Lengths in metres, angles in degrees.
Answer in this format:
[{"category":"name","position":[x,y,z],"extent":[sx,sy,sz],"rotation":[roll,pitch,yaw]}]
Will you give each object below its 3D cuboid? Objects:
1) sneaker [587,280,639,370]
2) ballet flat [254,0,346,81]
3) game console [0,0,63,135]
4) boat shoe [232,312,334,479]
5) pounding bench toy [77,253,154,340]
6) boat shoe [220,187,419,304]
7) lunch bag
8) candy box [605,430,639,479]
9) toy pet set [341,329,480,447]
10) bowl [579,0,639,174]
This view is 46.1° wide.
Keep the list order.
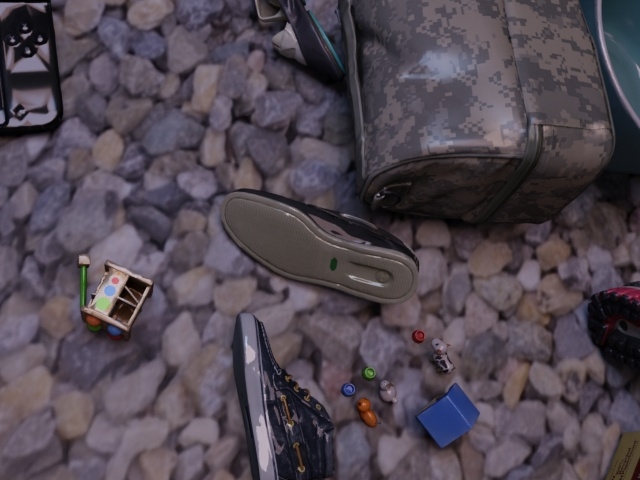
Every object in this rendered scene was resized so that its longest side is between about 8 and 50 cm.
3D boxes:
[{"category":"sneaker","position":[0.435,0.103,0.808],"extent":[0.112,0.299,0.120],"rotation":[-18,115,-23]},{"category":"ballet flat","position":[-0.038,-0.275,0.934],"extent":[0.074,0.074,0.203],"rotation":[-23,84,-21]},{"category":"game console","position":[-0.424,-0.243,0.749],"extent":[0.293,0.173,0.250],"rotation":[-7,77,-16]},{"category":"boat shoe","position":[-0.039,0.162,0.778],"extent":[0.083,0.065,0.183],"rotation":[-7,80,-18]},{"category":"pounding bench toy","position":[-0.223,0.059,0.768],"extent":[0.083,0.052,0.065],"rotation":[26,67,-5]},{"category":"boat shoe","position":[0.000,0.000,0.848],"extent":[0.233,0.084,0.079],"rotation":[21,29,1]},{"category":"lunch bag","position":[0.153,-0.178,0.864],"extent":[0.256,0.212,0.305],"rotation":[1,68,-12]},{"category":"candy box","position":[0.449,0.367,0.815],"extent":[0.316,0.087,0.183],"rotation":[33,68,-1]},{"category":"toy pet set","position":[0.108,0.165,0.811],"extent":[0.122,0.065,0.114],"rotation":[-35,82,-22]},{"category":"bowl","position":[0.402,-0.207,0.947],"extent":[0.312,0.163,0.311],"rotation":[7,75,-26]}]
